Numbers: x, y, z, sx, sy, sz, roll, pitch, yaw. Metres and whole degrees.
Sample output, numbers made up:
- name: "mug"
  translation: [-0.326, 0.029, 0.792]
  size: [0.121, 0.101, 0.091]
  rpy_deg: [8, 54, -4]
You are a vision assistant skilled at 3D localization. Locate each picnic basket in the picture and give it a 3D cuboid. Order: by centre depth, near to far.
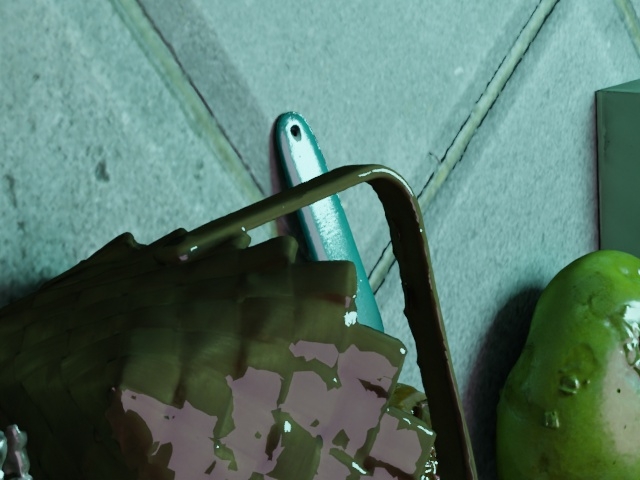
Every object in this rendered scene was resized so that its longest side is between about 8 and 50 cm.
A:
- name: "picnic basket"
  translation: [-0.047, 0.114, 1.136]
  size: [0.321, 0.291, 0.254]
  rpy_deg: [-24, 106, -37]

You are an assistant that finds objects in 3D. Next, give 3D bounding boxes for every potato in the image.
- name: "potato"
  translation: [0.232, 0.135, 1.594]
  size: [0.186, 0.149, 0.253]
  rpy_deg: [-9, 102, -52]

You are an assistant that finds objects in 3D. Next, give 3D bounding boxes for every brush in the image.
- name: "brush"
  translation: [0.000, 0.000, 1.390]
  size: [0.043, 0.032, 0.193]
  rpy_deg: [-30, 106, -39]

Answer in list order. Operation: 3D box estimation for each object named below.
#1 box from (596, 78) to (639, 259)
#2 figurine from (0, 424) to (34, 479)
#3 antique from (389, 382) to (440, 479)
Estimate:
- name: "box"
  translation: [0.316, -0.029, 1.719]
  size: [0.129, 0.086, 0.225]
  rpy_deg: [-17, 109, -48]
- name: "figurine"
  translation: [-0.140, 0.240, 0.922]
  size: [0.265, 0.197, 0.175]
  rpy_deg: [54, 27, 13]
- name: "antique"
  translation: [0.053, 0.260, 1.438]
  size: [0.087, 0.093, 0.309]
  rpy_deg: [-19, 110, -48]
